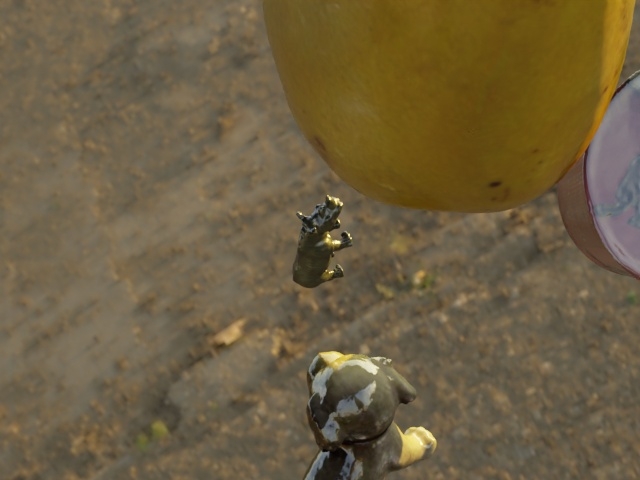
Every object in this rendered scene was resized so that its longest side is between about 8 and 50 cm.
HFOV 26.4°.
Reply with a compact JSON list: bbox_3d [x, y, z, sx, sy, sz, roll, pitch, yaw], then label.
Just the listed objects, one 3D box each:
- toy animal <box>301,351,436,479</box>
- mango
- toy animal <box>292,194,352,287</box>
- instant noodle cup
[{"bbox_3d":[0.026,0.220,1.386,0.121,0.169,0.233,21,96,27],"label":"toy animal"},{"bbox_3d":[0.081,-0.211,0.926,0.232,0.445,0.300,-22,45,-18],"label":"mango"},{"bbox_3d":[0.000,0.000,1.536,0.065,0.135,0.047,-21,57,-27],"label":"toy animal"},{"bbox_3d":[0.348,-0.056,1.366,0.235,0.234,0.178,-34,2,-8],"label":"instant noodle cup"}]
